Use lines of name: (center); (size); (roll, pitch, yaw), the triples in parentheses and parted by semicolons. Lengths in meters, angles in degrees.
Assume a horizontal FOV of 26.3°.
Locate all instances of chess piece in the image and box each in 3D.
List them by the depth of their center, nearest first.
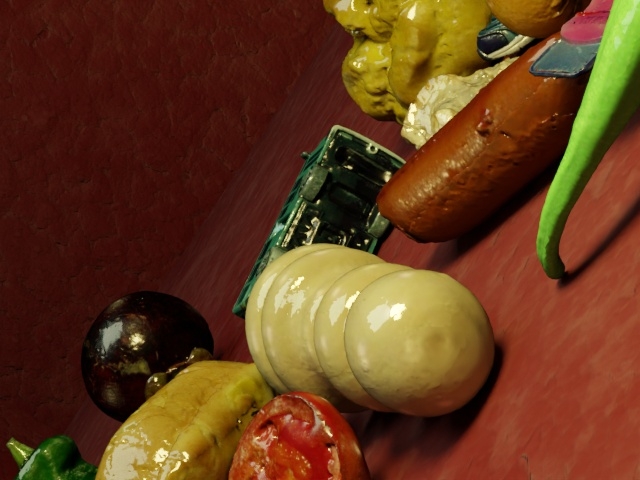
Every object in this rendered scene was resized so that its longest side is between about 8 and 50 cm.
chess piece: (0.049, 0.087, 1.196); (0.167, 0.167, 0.299); (-61, 16, -8)

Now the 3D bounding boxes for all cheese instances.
cheese: (0.266, -0.215, 1.115); (0.244, 0.062, 0.155); (-47, 25, -14)

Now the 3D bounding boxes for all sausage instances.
sausage: (0.161, -0.086, 1.273); (0.330, 0.102, 0.102); (-44, 18, 52)

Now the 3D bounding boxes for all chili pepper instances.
chili pepper: (-0.273, 0.327, 1.676); (0.136, 0.270, 0.099); (-55, 3, 44)

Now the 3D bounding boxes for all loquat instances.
loquat: (0.228, -0.278, 1.395); (0.141, 0.141, 0.141); (-56, 11, 17)

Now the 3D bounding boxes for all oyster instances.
oyster: (0.154, -0.146, 1.414); (0.163, 0.081, 0.191); (-38, 6, 14)

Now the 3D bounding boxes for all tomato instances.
tomato: (-0.005, 0.212, 1.205); (0.139, 0.091, 0.159); (34, 111, 45)

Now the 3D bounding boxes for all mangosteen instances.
mangosteen: (-0.261, 0.203, 2.210); (0.265, 0.228, 0.228); (31, 91, 42)

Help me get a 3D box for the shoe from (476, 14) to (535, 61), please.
shoe: (0.227, -0.297, 1.535); (0.207, 0.106, 0.091); (-63, 8, 12)

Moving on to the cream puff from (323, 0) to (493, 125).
cream puff: (0.111, -0.314, 1.732); (0.291, 0.257, 0.324); (-59, 10, -20)

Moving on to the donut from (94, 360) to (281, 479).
donut: (-0.110, 0.235, 1.334); (0.261, 0.128, 0.208); (-33, -53, -55)

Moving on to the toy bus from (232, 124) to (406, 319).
toy bus: (0.000, 0.000, 1.712); (0.256, 0.128, 0.147); (-65, 10, -17)

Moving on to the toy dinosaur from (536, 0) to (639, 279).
toy dinosaur: (0.304, -0.233, 1.009); (0.374, 0.144, 0.500); (-31, -34, -34)
